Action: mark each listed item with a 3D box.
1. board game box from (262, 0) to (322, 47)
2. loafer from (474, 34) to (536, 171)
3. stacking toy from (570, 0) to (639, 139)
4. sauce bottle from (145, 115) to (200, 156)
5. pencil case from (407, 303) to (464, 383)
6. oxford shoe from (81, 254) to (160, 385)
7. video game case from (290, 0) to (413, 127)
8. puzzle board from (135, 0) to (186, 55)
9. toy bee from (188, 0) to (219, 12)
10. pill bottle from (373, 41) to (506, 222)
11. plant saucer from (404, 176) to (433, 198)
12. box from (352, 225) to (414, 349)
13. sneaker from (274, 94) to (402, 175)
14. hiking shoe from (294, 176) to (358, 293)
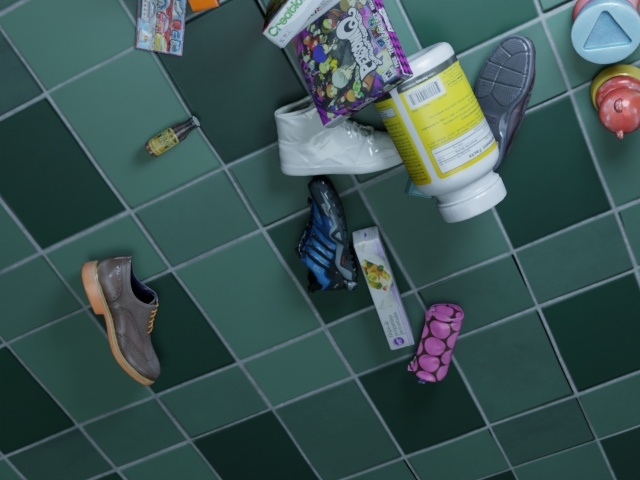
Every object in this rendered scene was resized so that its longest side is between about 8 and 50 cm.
[{"bbox_3d":[0.008,-0.513,1.524,0.053,0.193,0.305,36,114,-19],"label":"board game box"},{"bbox_3d":[0.385,-0.288,1.729,0.109,0.095,0.302,28,121,28],"label":"loafer"},{"bbox_3d":[0.643,-0.361,1.598,0.280,0.130,0.309,-13,126,28],"label":"stacking toy"},{"bbox_3d":[-0.320,-0.228,1.781,0.128,0.042,0.042,-31,116,17],"label":"sauce bottle"},{"bbox_3d":[0.286,0.252,2.038,0.098,0.095,0.209,16,118,9],"label":"pencil case"},{"bbox_3d":[-0.447,0.199,1.987,0.133,0.130,0.363,-17,121,1],"label":"oxford shoe"},{"bbox_3d":[0.050,-0.368,1.589,0.210,0.042,0.232,-28,77,36],"label":"video game case"},{"bbox_3d":[-0.325,-0.445,1.671,0.097,0.011,0.128,8,120,-5],"label":"puzzle board"},{"bbox_3d":[-0.251,-0.586,1.526,0.195,0.162,0.298,0,146,-9],"label":"toy bee"},{"bbox_3d":[0.244,-0.213,1.665,0.188,0.188,0.333,-24,103,14],"label":"pill bottle"},{"bbox_3d":[0.245,-0.178,1.823,0.067,0.018,0.192,11,119,-6],"label":"plant saucer"},{"bbox_3d":[0.153,0.117,1.969,0.063,0.067,0.324,-15,120,10],"label":"box"},{"bbox_3d":[0.047,-0.234,1.739,0.293,0.108,0.169,-6,123,5],"label":"sneaker"},{"bbox_3d":[0.000,0.000,1.872,0.132,0.113,0.304,-11,120,6],"label":"hiking shoe"}]
